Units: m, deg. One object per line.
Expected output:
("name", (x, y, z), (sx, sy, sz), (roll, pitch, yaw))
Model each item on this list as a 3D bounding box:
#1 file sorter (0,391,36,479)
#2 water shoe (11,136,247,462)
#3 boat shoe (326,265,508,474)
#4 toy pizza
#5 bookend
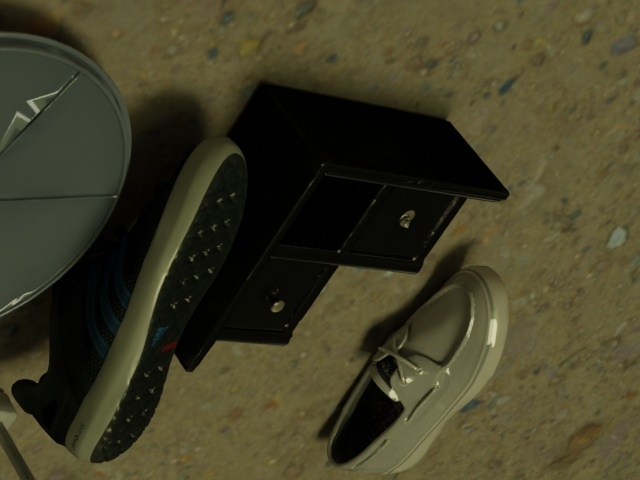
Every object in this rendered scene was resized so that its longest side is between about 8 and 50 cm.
("file sorter", (-0.290, 0.191, 1.048), (0.277, 0.173, 0.193), (15, 120, -47))
("water shoe", (-0.111, 0.025, 1.087), (0.203, 0.080, 0.073), (-65, 160, 15))
("boat shoe", (0.060, 0.089, 1.323), (0.063, 0.066, 0.184), (-2, 142, -39))
("toy pizza", (-0.191, -0.028, 1.005), (0.201, 0.032, 0.201), (-22, 140, -19))
("bookend", (0.000, 0.000, 1.159), (0.156, 0.072, 0.157), (8, 126, -44))
